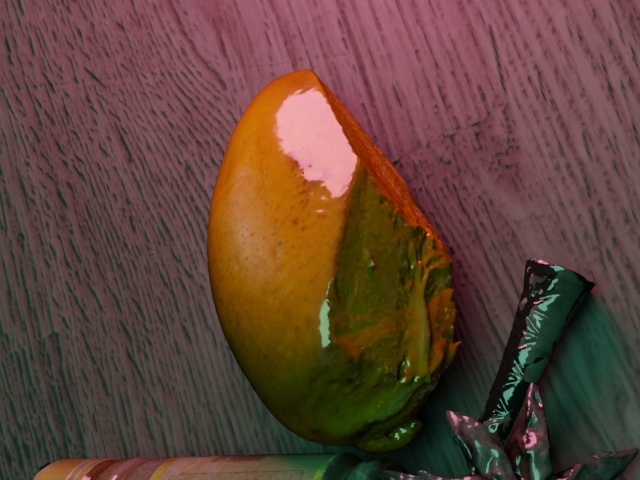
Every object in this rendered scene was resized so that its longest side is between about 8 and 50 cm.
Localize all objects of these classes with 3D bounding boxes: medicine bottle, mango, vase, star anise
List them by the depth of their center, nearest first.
[{"bbox_3d":[0.156,0.200,0.950,0.204,0.061,0.181,40,78,-2],"label":"star anise"},{"bbox_3d":[0.165,0.100,1.015,0.059,0.059,0.167,21,86,29],"label":"vase"},{"bbox_3d":[-0.085,0.255,1.042,0.322,0.151,0.151,-6,74,24],"label":"medicine bottle"},{"bbox_3d":[0.000,0.000,1.053,0.199,0.201,0.350,-14,60,-6],"label":"mango"}]
